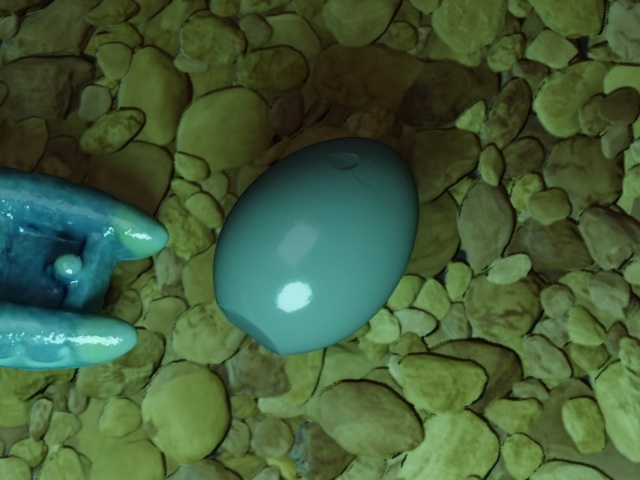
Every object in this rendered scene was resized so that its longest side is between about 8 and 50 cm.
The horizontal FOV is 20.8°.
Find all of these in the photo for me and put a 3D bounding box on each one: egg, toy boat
[{"bbox_3d":[0.000,0.000,1.695,0.176,0.176,0.232,34,71,17],"label":"egg"},{"bbox_3d":[-0.327,0.013,1.749,0.330,0.123,0.215,12,65,10],"label":"toy boat"}]
